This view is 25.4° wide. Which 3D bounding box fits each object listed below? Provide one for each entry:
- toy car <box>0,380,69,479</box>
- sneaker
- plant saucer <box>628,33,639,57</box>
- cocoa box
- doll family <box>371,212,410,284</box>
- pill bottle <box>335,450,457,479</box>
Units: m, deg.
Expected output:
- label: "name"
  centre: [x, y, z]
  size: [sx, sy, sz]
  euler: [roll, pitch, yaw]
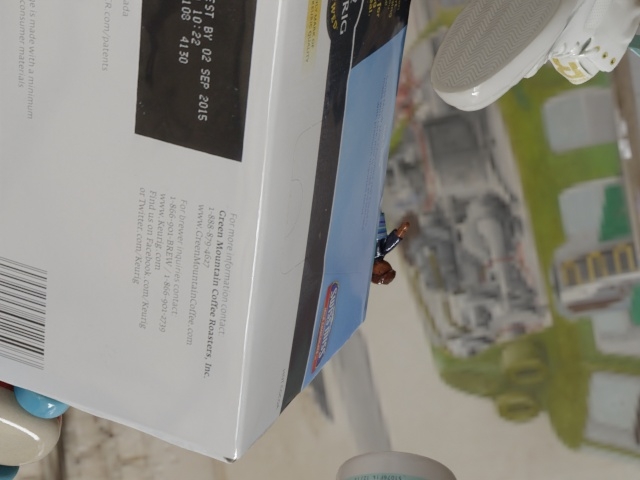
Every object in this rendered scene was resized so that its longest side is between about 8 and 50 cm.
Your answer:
- label: "toy car"
  centre: [-0.417, 0.148, 1.756]
  size: [0.219, 0.210, 0.238]
  euler: [-50, 29, 37]
- label: "sneaker"
  centre: [0.230, -0.196, 1.400]
  size: [0.292, 0.108, 0.169]
  euler: [-51, -45, -21]
- label: "plant saucer"
  centre: [0.396, -0.192, 1.534]
  size: [0.067, 0.018, 0.192]
  euler: [35, -178, -20]
- label: "cocoa box"
  centre: [-0.089, -0.079, 0.944]
  size: [0.228, 0.231, 0.347]
  euler: [-42, -36, -58]
- label: "doll family"
  centre: [0.000, 0.000, 1.395]
  size: [0.076, 0.193, 0.111]
  euler: [-7, -95, -43]
- label: "pill bottle"
  centre: [0.078, 0.384, 1.606]
  size: [0.146, 0.146, 0.264]
  euler: [71, -158, -56]
